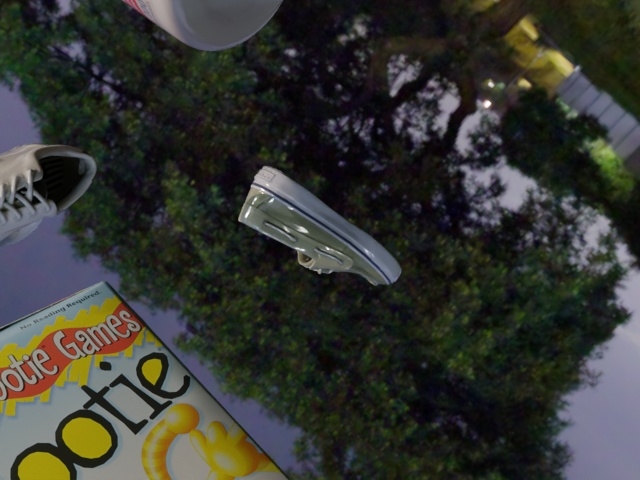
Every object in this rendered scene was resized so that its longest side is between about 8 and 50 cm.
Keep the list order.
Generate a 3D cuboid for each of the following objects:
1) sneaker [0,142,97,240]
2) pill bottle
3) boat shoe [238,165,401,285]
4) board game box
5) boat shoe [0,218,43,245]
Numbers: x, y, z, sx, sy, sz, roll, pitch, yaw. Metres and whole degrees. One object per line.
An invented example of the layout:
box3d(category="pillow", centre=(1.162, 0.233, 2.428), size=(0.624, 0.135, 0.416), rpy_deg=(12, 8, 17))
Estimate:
box3d(category="sneaker", centre=(-0.318, -0.045, 0.682), size=(0.258, 0.091, 0.094), rpy_deg=(-63, -39, -59))
box3d(category="pill bottle", centre=(-0.245, -0.453, 0.970), size=(0.408, 0.229, 0.229), rpy_deg=(39, -162, 27))
box3d(category="boat shoe", centre=(0.000, 0.000, 1.052), size=(0.302, 0.094, 0.109), rpy_deg=(35, 177, -31))
box3d(category="board game box", centre=(-0.091, 0.177, 0.345), size=(0.275, 0.144, 0.142), rpy_deg=(39, -134, 26))
box3d(category="boat shoe", centre=(-0.717, -0.028, 1.458), size=(0.113, 0.306, 0.105), rpy_deg=(56, -173, -28))
